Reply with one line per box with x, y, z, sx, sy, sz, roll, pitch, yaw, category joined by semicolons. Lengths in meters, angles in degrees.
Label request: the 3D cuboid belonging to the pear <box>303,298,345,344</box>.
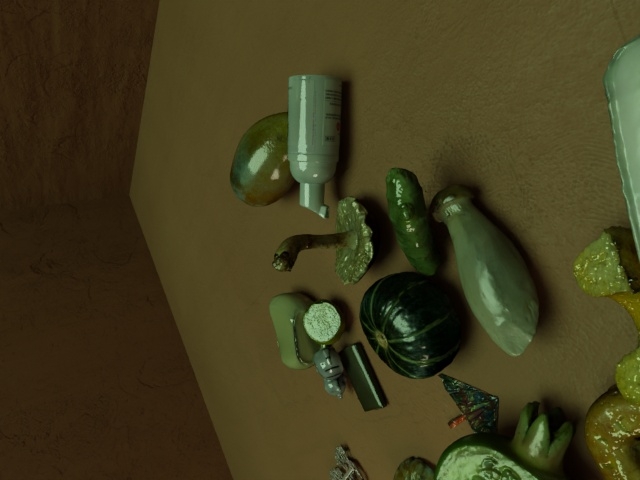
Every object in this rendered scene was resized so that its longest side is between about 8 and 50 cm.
0.019;0.251;1.334;0.141;0.104;0.141;-1;87;23;pear

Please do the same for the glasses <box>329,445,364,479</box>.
0.067;0.834;1.473;0.162;0.095;0.255;40;129;51;glasses

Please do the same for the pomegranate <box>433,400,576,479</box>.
0.397;0.492;0.831;0.309;0.216;0.359;23;89;49;pomegranate

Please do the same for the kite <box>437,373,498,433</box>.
0.358;0.410;1.005;0.232;0.009;0.189;58;140;24;kite

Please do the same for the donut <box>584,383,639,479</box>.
0.530;0.318;0.654;0.226;0.113;0.227;23;119;50;donut

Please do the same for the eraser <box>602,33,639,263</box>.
0.492;-0.133;0.512;0.331;0.150;0.331;10;103;48;eraser

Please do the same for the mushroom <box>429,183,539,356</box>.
0.321;0.048;0.837;0.128;0.128;0.350;-48;56;49;mushroom

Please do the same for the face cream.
-0.020;-0.246;1.163;0.145;0.145;0.370;17;108;50;face cream

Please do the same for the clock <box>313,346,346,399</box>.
0.037;0.416;1.339;0.176;0.080;0.117;80;164;-46;clock

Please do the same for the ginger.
0.195;-0.034;0.913;0.089;0.290;0.137;-2;61;27;ginger

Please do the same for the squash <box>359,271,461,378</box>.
0.204;0.198;1.002;0.252;0.165;0.252;46;151;35;squash

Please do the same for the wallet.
0.126;0.417;1.305;0.110;0.031;0.198;-45;65;51;wallet

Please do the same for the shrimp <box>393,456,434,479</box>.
0.259;0.754;1.096;0.365;0.071;0.233;-93;27;-43;shrimp

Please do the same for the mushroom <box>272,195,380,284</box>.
0.028;-0.019;1.090;0.208;0.301;0.233;-43;48;21;mushroom

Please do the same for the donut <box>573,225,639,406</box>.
0.488;0.114;0.619;0.101;0.152;0.259;117;152;-59;donut

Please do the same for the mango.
-0.157;-0.252;1.341;0.384;0.199;0.222;-38;66;38;mango

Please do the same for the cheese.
-0.084;0.310;1.478;0.233;0.127;0.266;-5;94;57;cheese
